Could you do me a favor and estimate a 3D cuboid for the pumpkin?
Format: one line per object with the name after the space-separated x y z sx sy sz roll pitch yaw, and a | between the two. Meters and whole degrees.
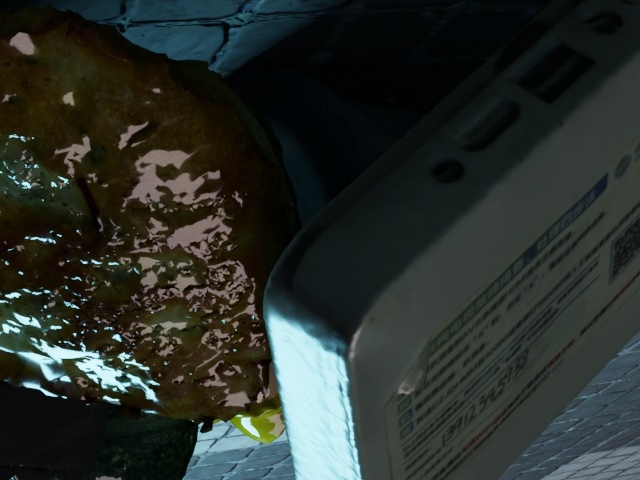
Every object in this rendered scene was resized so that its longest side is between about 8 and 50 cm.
-0.267 0.233 1.795 0.263 0.197 0.293 -2 161 -38 | pumpkin

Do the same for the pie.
-0.157 -0.014 1.108 0.288 0.103 0.355 -7 128 15 | pie

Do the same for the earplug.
0.060 -0.040 1.305 0.185 0.185 0.324 -28 164 37 | earplug

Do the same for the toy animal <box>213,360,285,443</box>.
-0.069 0.134 1.725 0.156 0.156 0.230 -13 162 -2 | toy animal

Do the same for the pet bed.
-0.312 0.149 1.543 0.159 0.183 0.211 -20 161 40 | pet bed

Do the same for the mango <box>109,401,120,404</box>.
-0.194 0.061 1.425 0.236 0.166 0.136 38 85 -42 | mango

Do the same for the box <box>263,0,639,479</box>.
0.133 0.027 1.209 0.396 0.111 0.396 -42 150 -24 | box
